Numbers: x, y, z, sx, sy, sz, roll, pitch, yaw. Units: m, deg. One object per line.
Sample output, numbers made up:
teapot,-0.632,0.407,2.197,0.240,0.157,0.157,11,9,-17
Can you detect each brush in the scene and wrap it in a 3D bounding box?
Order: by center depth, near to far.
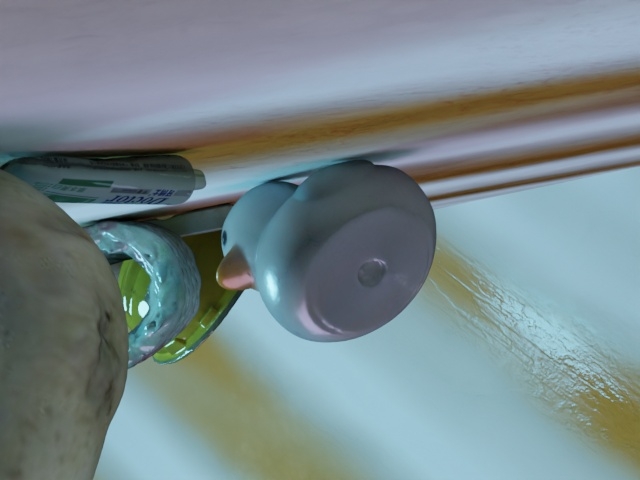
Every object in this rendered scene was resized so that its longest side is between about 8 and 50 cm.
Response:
brush,-0.197,-0.021,1.632,0.178,0.033,0.030,-11,-168,9

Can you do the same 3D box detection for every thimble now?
thimble,-0.259,0.077,1.554,0.185,0.211,0.149,16,-175,8

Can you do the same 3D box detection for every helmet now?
helmet,-0.208,0.043,1.738,0.140,0.257,0.205,36,-173,-26

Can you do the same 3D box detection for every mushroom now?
mushroom,-0.277,0.068,0.696,0.314,0.314,0.336,-11,153,1

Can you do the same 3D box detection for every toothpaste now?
toothpaste,-0.164,-0.046,0.910,0.064,0.041,0.218,-25,168,34

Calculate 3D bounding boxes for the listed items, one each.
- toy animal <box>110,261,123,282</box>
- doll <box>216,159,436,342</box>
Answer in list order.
toy animal,-0.318,0.038,1.827,0.212,0.124,0.124,-34,-169,-31
doll,0.000,0.000,1.375,0.251,0.221,0.221,-29,-177,-14
